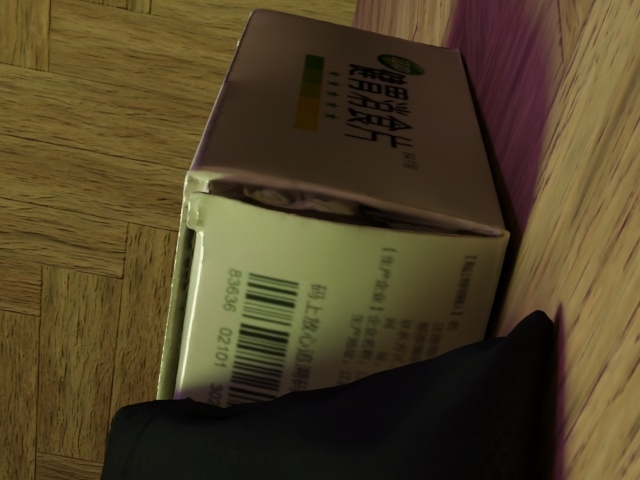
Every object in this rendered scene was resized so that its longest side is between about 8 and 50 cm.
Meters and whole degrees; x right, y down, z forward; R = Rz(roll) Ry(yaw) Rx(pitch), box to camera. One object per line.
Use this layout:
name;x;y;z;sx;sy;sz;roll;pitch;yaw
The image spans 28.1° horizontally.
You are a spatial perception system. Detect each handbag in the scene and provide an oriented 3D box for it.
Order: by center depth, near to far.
handbag;-0.021;0.153;0.441;0.088;0.211;0.254;41;-134;-40

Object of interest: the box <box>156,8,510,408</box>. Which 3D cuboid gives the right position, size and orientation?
box;0.000;0.001;0.695;0.333;0.145;0.173;-86;5;-67
